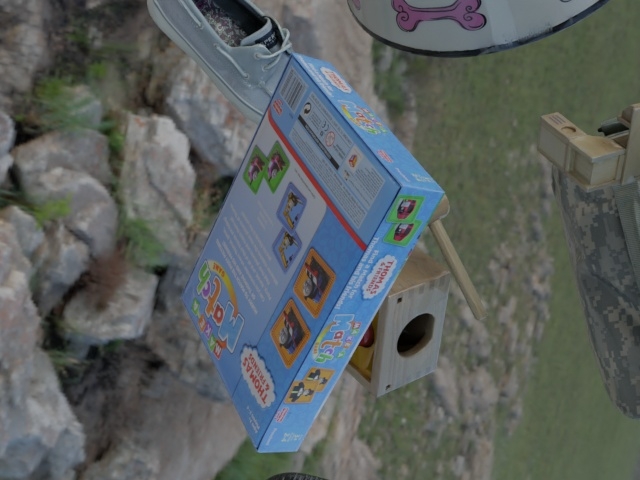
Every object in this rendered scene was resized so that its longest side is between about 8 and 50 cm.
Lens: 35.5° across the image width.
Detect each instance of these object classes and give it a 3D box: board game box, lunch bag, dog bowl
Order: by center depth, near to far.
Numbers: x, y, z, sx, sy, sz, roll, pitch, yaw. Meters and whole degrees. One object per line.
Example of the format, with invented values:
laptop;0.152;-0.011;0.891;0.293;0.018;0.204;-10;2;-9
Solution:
board game box;-0.018;0.008;0.661;0.039;0.160;0.211;8;123;-36
lunch bag;0.351;0.024;1.007;0.256;0.213;0.305;-14;90;-61
dog bowl;0.202;-0.422;1.247;0.407;0.408;0.150;-64;145;-29

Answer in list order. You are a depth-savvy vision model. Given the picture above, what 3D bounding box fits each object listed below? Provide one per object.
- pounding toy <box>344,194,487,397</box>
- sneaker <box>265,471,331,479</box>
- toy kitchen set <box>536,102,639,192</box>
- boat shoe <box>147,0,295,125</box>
pounding toy;0.069;0.046;0.986;0.094;0.181;0.206;-19;129;-32
sneaker;0.093;0.500;1.526;0.257;0.448;0.169;107;-1;-48
toy kitchen set;0.233;-0.093;0.804;0.083;0.075;0.068;-15;128;-18
boat shoe;-0.073;-0.192;1.001;0.079;0.227;0.081;-55;-168;-28
